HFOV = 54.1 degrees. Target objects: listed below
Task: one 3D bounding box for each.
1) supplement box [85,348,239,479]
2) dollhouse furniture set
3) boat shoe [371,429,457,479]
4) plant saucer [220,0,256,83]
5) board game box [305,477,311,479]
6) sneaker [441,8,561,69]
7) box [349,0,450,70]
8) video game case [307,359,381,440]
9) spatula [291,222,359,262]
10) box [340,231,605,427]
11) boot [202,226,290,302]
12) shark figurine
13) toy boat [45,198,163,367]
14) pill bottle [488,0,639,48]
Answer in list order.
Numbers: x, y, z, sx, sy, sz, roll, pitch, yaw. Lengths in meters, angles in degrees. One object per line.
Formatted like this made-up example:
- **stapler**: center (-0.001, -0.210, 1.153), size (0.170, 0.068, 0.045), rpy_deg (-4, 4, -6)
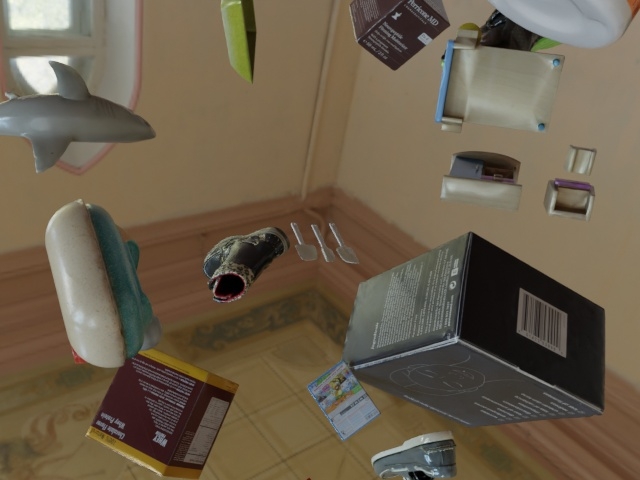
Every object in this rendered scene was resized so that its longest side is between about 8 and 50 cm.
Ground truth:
- **supplement box**: center (-0.297, 0.323, 1.194), size (0.191, 0.129, 0.194), rpy_deg (16, -107, 25)
- **dollhouse furniture set**: center (0.360, -0.225, 1.128), size (0.286, 0.303, 0.198), rpy_deg (9, -157, 13)
- **boat shoe**: center (0.205, 0.507, 1.399), size (0.116, 0.319, 0.099), rpy_deg (-1, -119, -23)
- **plant saucer**: center (-0.161, -0.440, 1.238), size (0.045, 0.188, 0.188), rpy_deg (-2, -129, 0)
- **board game box**: center (-0.094, 0.513, 1.085), size (0.045, 0.193, 0.147), rpy_deg (45, -155, 18)
- **sneaker**: center (0.428, -0.493, 1.377), size (0.185, 0.202, 0.483), rpy_deg (27, -127, 36)
- **box**: center (0.212, -0.616, 1.716), size (0.168, 0.203, 0.167), rpy_deg (25, -135, -37)
- **video game case**: center (0.060, 0.410, 1.611), size (0.119, 0.015, 0.166), rpy_deg (-36, -107, 0)
- **spatula**: center (0.000, 0.000, 1.782), size (0.168, 0.019, 0.242), rpy_deg (0, -151, -15)
- **box**: center (0.391, 0.265, 1.641), size (0.480, 0.472, 0.297), rpy_deg (28, -122, -21)
- **boot**: center (-0.192, 0.061, 1.295), size (0.236, 0.085, 0.178), rpy_deg (-20, -161, 34)
- **shark figurine**: center (-0.372, -0.128, 0.801), size (0.278, 0.166, 0.116), rpy_deg (-9, -111, 5)
- **toy boat**: center (-0.318, 0.086, 0.957), size (0.148, 0.318, 0.267), rpy_deg (-14, -123, -23)
- **pill bottle**: center (0.381, -0.469, 0.788), size (0.224, 0.392, 0.224), rpy_deg (31, -174, -4)
